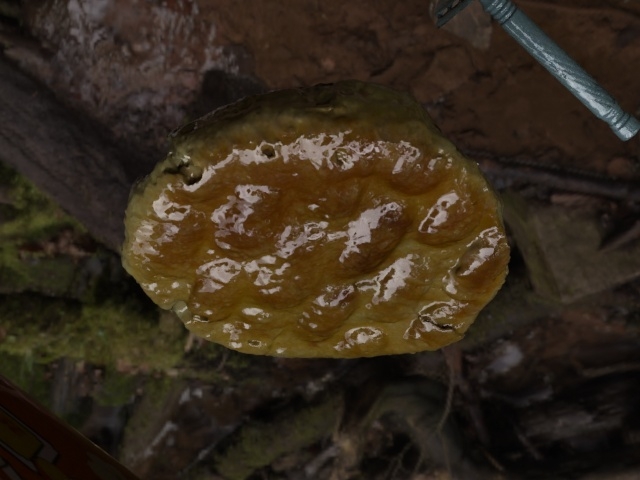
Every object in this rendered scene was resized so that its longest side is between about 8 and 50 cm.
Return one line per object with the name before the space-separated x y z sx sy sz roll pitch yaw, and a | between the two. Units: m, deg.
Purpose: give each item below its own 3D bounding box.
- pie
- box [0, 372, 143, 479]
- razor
pie | 0.000 0.000 0.774 0.339 0.083 0.339 0 141 0
box | -0.232 0.134 0.303 0.283 0.214 0.259 40 83 -7
razor | 0.225 -0.181 0.893 0.232 0.068 0.106 41 165 -9
